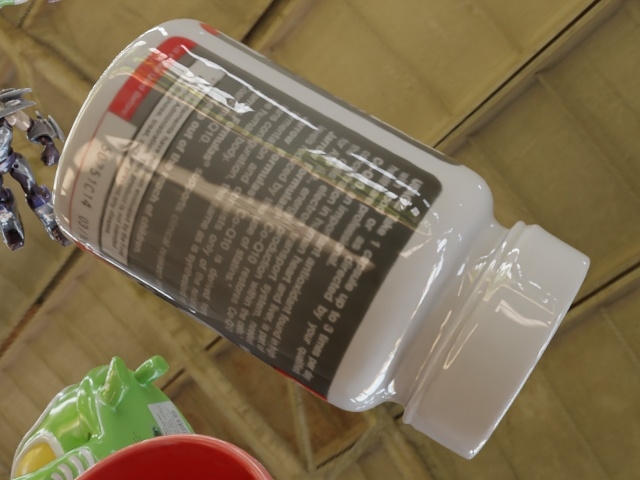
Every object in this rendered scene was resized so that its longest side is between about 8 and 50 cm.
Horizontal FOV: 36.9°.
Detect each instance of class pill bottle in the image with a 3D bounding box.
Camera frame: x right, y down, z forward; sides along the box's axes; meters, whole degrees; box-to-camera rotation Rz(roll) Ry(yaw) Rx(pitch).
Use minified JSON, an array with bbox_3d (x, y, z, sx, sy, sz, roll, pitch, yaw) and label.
[{"bbox_3d":[0.000,0.000,0.575,0.283,0.161,0.161,31,-53,11],"label":"pill bottle"}]

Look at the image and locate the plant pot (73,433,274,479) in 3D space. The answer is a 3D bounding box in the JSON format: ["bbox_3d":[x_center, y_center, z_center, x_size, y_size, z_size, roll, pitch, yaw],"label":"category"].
[{"bbox_3d":[-0.094,0.339,0.813,0.275,0.275,0.243,2,-35,33],"label":"plant pot"}]

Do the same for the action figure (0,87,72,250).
[{"bbox_3d":[-0.428,-0.097,1.300,0.285,0.185,0.099,80,-9,-56],"label":"action figure"}]

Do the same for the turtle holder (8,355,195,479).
[{"bbox_3d":[-0.266,0.302,1.191,0.227,0.320,0.243,-35,-72,8],"label":"turtle holder"}]

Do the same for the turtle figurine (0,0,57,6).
[{"bbox_3d":[-0.361,-0.360,1.086,0.266,0.274,0.198,-9,-82,42],"label":"turtle figurine"}]
